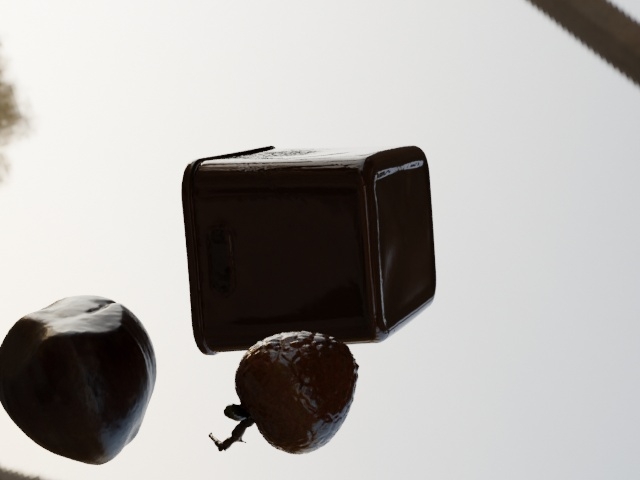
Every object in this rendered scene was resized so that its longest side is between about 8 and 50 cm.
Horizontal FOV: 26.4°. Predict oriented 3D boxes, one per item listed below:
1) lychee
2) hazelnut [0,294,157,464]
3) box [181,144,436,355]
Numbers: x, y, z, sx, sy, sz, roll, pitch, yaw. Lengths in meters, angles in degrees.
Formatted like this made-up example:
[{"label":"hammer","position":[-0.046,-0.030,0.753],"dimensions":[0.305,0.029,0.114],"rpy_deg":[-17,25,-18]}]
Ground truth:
[{"label":"lychee","position":[-0.030,0.137,1.150],"dimensions":[0.101,0.140,0.114],"rpy_deg":[35,-1,13]},{"label":"hazelnut","position":[-0.318,0.184,1.757],"dimensions":[0.234,0.218,0.218],"rpy_deg":[-73,152,-70]},{"label":"box","position":[0.000,0.000,1.715],"dimensions":[0.229,0.339,0.239],"rpy_deg":[-3,-84,17]}]
